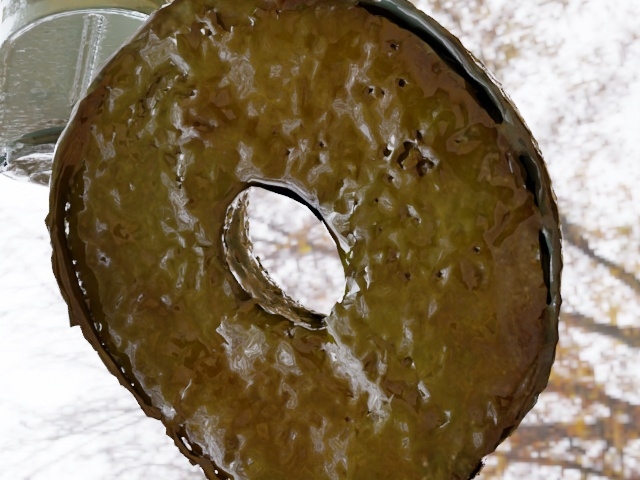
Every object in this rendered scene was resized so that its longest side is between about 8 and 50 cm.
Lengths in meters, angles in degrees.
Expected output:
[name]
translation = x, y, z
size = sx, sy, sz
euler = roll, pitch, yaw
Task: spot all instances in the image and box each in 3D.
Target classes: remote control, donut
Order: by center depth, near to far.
[donut]
translation = 0.000, 0.000, 0.710
size = 0.107, 0.272, 0.272
euler = -13, -88, -66
[remote control]
translation = -0.147, -0.094, 0.870
size = 0.104, 0.247, 0.052
euler = -3, -110, -17
